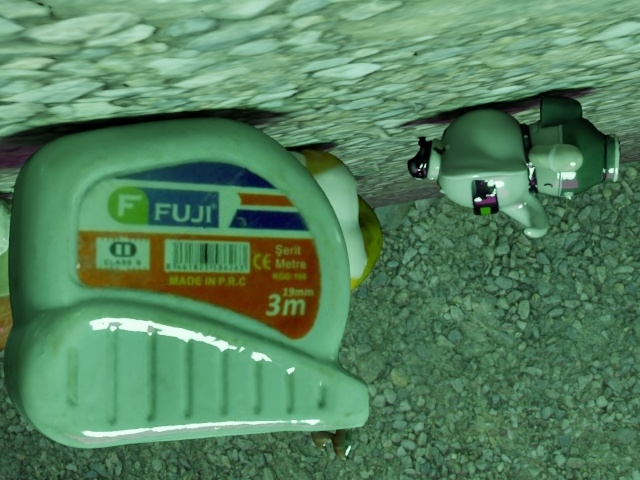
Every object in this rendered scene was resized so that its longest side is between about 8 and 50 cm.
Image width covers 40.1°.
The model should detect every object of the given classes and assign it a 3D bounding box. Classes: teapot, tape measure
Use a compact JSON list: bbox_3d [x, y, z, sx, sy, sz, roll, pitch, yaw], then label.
[{"bbox_3d":[-0.310,-0.021,0.841,0.083,0.064,0.064,-41,-177,8],"label":"teapot"},{"bbox_3d":[-0.096,0.038,0.629,0.243,0.246,0.125,3,173,-28],"label":"tape measure"}]

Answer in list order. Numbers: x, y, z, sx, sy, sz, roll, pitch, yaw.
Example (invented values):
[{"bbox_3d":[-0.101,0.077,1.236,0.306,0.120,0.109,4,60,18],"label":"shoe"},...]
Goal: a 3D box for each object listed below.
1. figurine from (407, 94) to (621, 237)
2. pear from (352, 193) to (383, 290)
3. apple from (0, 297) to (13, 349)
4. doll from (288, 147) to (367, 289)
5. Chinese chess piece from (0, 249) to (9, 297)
[{"bbox_3d":[0.178,-0.073,0.823,0.192,0.126,0.147,2,-160,10],"label":"figurine"},{"bbox_3d":[0.000,0.000,1.360,0.200,0.200,0.200,-10,179,0],"label":"pear"},{"bbox_3d":[-0.609,0.109,1.612,0.173,0.188,0.188,-18,-177,-27],"label":"apple"},{"bbox_3d":[-0.071,-0.009,0.861,0.162,0.167,0.269,-13,175,37],"label":"doll"},{"bbox_3d":[-0.325,0.012,1.165,0.250,0.101,0.250,-10,179,0],"label":"Chinese chess piece"}]
